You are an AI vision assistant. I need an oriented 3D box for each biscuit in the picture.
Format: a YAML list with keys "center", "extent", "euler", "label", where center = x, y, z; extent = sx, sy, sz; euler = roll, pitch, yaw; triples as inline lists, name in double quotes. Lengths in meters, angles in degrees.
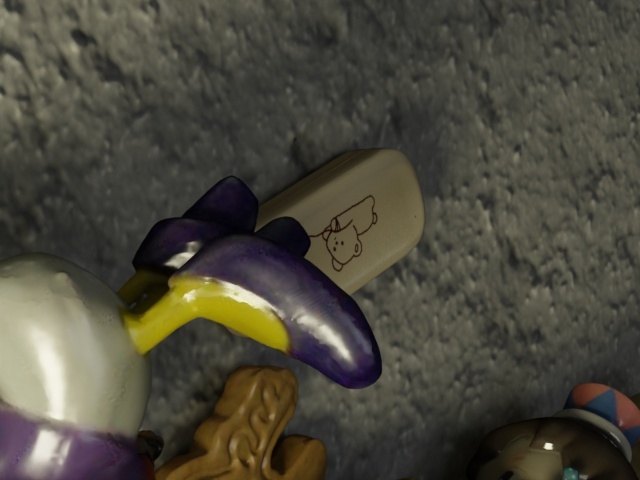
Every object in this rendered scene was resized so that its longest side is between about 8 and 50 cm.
- center: [-0.070, 0.189, 1.272]
  extent: [0.236, 0.040, 0.144]
  euler: [-54, 132, -37]
  label: "biscuit"

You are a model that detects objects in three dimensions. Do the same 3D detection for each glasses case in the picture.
- center: [0.000, 0.000, 1.355]
  extent: [0.196, 0.050, 0.083]
  euler: [-35, 113, -43]
  label: "glasses case"

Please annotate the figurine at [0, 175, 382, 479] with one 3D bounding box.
- center: [-0.162, 0.123, 0.981]
  extent: [0.193, 0.154, 0.421]
  euler: [45, 76, -19]
  label: "figurine"

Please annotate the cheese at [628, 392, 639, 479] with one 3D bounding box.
- center: [0.307, 0.229, 1.591]
  extent: [0.117, 0.218, 0.235]
  euler: [1, 68, -53]
  label: "cheese"

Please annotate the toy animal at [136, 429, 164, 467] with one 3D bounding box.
- center: [-0.197, 0.051, 1.079]
  extent: [0.114, 0.116, 0.255]
  euler: [-45, 122, -41]
  label: "toy animal"

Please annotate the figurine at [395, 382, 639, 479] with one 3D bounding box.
- center: [0.149, 0.208, 1.456]
  extent: [0.158, 0.161, 0.275]
  euler: [49, 40, 12]
  label: "figurine"
